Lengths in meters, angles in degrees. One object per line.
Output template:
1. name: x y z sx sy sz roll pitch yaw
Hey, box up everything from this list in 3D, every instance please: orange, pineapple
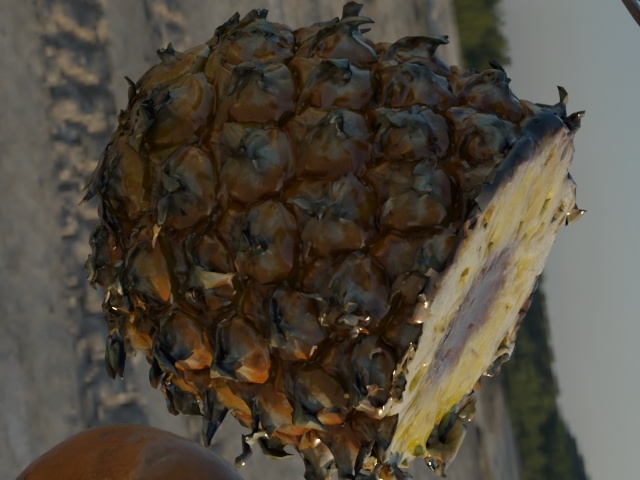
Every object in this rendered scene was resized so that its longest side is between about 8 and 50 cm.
1. orange: -0.188 0.316 1.400 0.226 0.284 0.284 -73 156 -49
2. pineapple: 0.000 0.001 1.019 0.352 0.300 0.352 -49 149 -43

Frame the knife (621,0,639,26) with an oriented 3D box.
1. knife: 0.390 -0.135 1.295 0.278 0.123 0.053 49 -62 41
